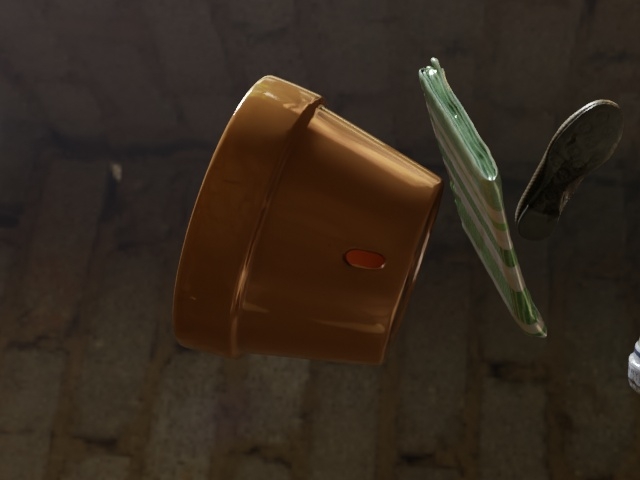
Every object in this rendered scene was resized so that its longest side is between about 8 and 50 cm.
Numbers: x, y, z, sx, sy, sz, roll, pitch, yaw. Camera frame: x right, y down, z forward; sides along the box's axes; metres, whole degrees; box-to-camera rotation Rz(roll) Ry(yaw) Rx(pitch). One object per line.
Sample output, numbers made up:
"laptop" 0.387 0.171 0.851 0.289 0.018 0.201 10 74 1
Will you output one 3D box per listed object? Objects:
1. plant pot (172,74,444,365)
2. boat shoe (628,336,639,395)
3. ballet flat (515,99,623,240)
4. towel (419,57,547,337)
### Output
"plant pot" 0.000 0.000 1.160 0.291 0.203 0.291 18 -90 -82
"boat shoe" 0.416 0.112 0.972 0.109 0.302 0.094 -103 23 -70
"ballet flat" 0.335 -0.101 1.568 0.058 0.084 0.250 -81 10 -47
"towel" 0.209 -0.046 1.458 0.325 0.038 0.248 66 -178 -45
